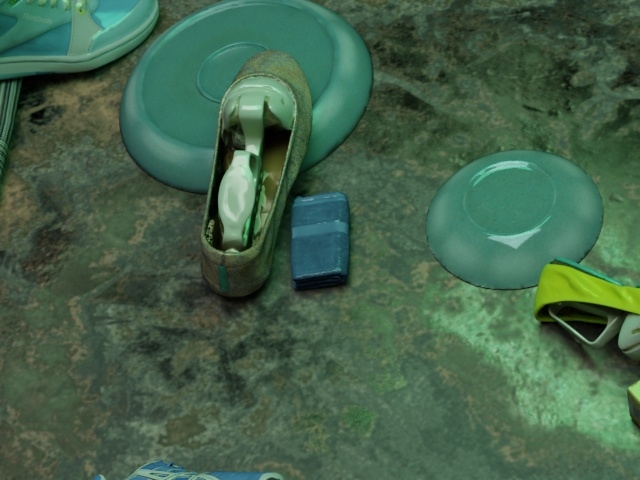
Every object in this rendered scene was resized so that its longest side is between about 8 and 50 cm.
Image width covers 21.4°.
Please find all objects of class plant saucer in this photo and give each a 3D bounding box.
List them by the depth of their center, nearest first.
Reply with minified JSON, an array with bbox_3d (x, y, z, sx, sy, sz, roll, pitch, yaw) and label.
[{"bbox_3d":[0.207,-0.035,1.825,0.195,0.037,0.195,-7,51,9],"label":"plant saucer"},{"bbox_3d":[-0.096,-0.191,2.031,0.318,0.043,0.317,-8,50,9],"label":"plant saucer"}]

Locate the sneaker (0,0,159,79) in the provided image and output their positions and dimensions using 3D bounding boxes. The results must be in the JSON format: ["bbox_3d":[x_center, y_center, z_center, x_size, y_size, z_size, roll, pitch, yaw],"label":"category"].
[{"bbox_3d":[-0.348,-0.308,2.058,0.319,0.208,0.127,-16,52,-18],"label":"sneaker"}]

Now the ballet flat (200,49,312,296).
[{"bbox_3d":[-0.072,-0.094,1.866,0.108,0.106,0.316,2,65,9],"label":"ballet flat"}]

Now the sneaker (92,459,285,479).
[{"bbox_3d":[-0.138,0.251,1.664,0.211,0.080,0.081,-11,53,5],"label":"sneaker"}]

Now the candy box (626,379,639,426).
[{"bbox_3d":[0.387,0.186,1.586,0.109,0.053,0.186,-30,49,-10],"label":"candy box"}]

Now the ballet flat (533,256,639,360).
[{"bbox_3d":[0.302,0.077,1.668,0.231,0.077,0.077,16,72,47],"label":"ballet flat"}]

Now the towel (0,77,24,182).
[{"bbox_3d":[-0.534,-0.154,2.116,0.324,0.056,0.312,-6,51,12],"label":"towel"}]

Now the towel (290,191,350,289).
[{"bbox_3d":[0.000,0.000,1.859,0.067,0.029,0.119,-7,50,10],"label":"towel"}]
